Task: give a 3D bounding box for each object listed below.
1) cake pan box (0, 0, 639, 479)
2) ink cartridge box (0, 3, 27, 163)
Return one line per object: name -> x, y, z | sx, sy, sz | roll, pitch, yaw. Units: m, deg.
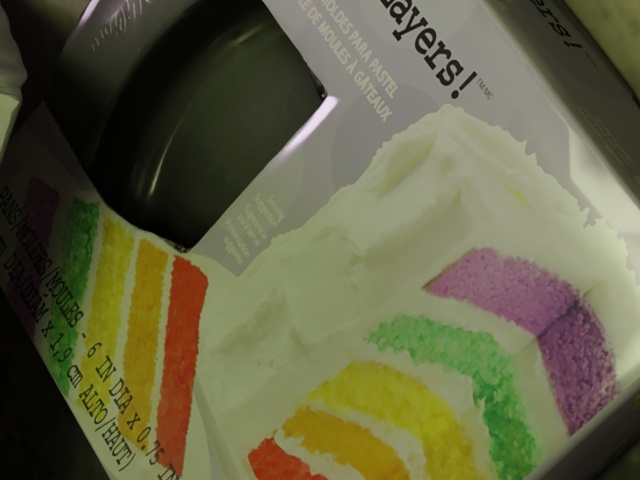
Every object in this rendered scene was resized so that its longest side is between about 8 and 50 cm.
cake pan box -> 0.000, 0.000, 0.643 | 0.246, 0.070, 0.267 | -44, 64, 25
ink cartridge box -> -0.238, 0.030, 0.720 | 0.307, 0.129, 0.223 | -68, 21, 14
